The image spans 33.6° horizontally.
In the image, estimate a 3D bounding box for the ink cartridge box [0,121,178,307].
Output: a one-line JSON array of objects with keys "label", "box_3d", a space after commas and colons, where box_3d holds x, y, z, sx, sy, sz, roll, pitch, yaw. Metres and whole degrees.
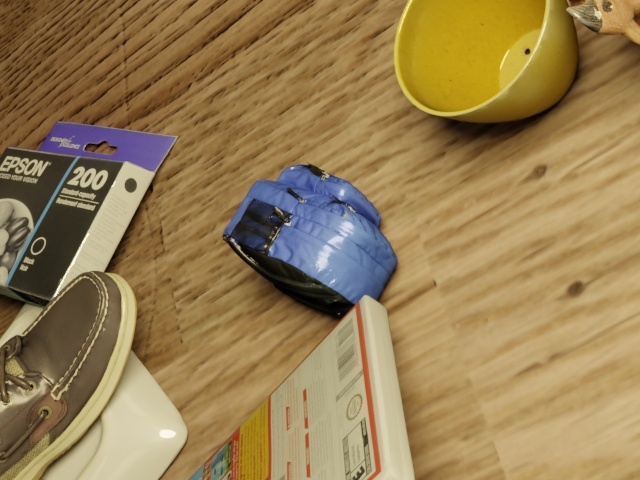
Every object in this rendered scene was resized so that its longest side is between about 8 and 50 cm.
[{"label": "ink cartridge box", "box_3d": [-0.267, -0.038, 1.064, 0.206, 0.045, 0.208, 10, 66, 39]}]

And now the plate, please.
[{"label": "plate", "box_3d": [-0.277, 0.194, 0.998, 0.278, 0.045, 0.277, -52, 49, 7]}]

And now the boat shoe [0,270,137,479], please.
[{"label": "boat shoe", "box_3d": [-0.267, 0.144, 0.920, 0.285, 0.092, 0.103, -52, 49, 6]}]

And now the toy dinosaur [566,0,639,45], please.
[{"label": "toy dinosaur", "box_3d": [0.268, -0.242, 0.718, 0.295, 0.127, 0.200, -31, 64, 4]}]

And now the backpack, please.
[{"label": "backpack", "box_3d": [0.000, 0.000, 0.830, 0.120, 0.098, 0.101, 28, 86, 42]}]

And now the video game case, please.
[{"label": "video game case", "box_3d": [-0.044, 0.190, 0.750, 0.285, 0.025, 0.204, -47, 20, 20]}]

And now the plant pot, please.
[{"label": "plant pot", "box_3d": [0.135, -0.141, 0.780, 0.134, 0.095, 0.134, -16, 66, 41]}]
